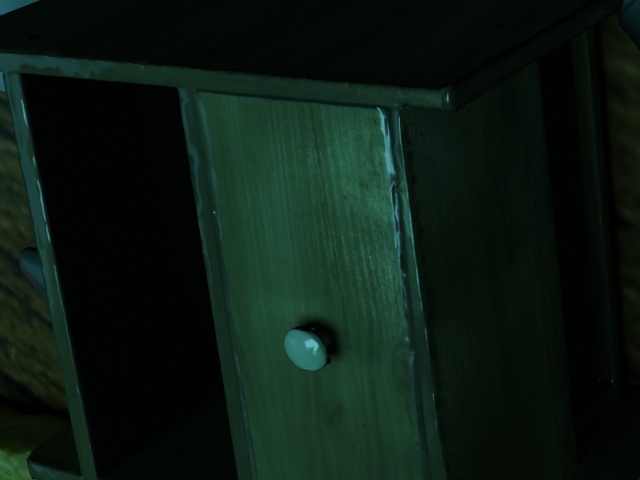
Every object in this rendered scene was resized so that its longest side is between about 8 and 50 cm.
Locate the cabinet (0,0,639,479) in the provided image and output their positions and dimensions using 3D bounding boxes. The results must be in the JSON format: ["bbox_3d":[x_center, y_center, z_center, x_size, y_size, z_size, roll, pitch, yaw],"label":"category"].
[{"bbox_3d":[0.000,0.000,0.591,0.215,0.148,0.175,9,117,35],"label":"cabinet"}]

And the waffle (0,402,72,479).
[{"bbox_3d":[-0.140,0.189,0.868,0.247,0.055,0.221,8,117,37],"label":"waffle"}]

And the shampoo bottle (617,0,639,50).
[{"bbox_3d":[0.173,0.013,0.490,0.284,0.101,0.101,53,134,4],"label":"shampoo bottle"}]

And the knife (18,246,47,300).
[{"bbox_3d":[-0.042,0.073,0.757,0.247,0.018,0.035,35,127,17],"label":"knife"}]

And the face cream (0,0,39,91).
[{"bbox_3d":[-0.117,-0.114,0.667,0.091,0.091,0.095,-2,119,39],"label":"face cream"}]
